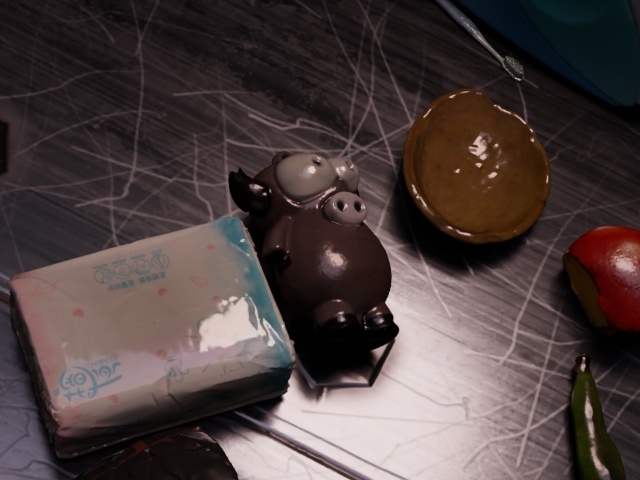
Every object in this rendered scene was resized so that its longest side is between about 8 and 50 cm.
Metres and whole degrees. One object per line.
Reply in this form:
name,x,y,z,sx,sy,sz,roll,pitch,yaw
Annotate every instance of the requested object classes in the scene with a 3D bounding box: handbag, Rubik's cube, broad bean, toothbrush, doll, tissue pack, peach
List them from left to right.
handbag,-0.181,0.295,1.554,0.215,0.169,0.155,-25,53,-19
tissue pack,-0.183,0.100,1.683,0.271,0.124,0.201,-16,63,-16
doll,-0.001,0.002,1.761,0.182,0.117,0.257,5,58,-41
toothbrush,0.183,-0.282,2.000,0.016,0.019,0.219,-38,74,-19
broad bean,0.316,0.262,1.722,0.060,0.043,0.297,-5,62,-23
peach,0.357,0.041,1.814,0.151,0.151,0.118,-10,109,-14
Rubik's cube,0.381,-0.423,1.919,0.347,0.351,0.352,35,65,10

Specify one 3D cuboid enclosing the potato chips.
potato chips,0.179,-0.081,1.870,0.195,0.062,0.208,-10,63,-20
